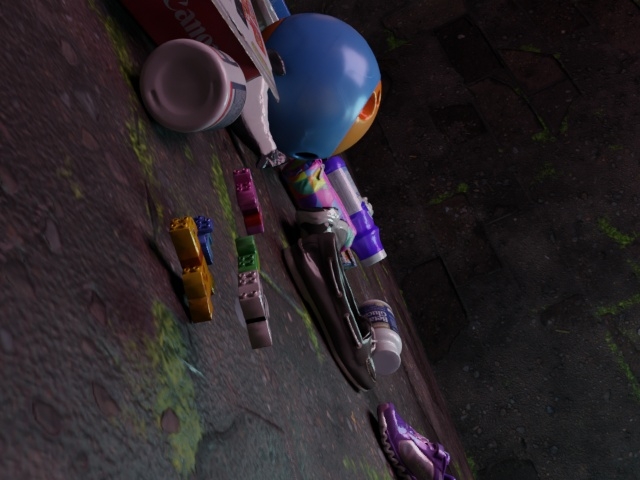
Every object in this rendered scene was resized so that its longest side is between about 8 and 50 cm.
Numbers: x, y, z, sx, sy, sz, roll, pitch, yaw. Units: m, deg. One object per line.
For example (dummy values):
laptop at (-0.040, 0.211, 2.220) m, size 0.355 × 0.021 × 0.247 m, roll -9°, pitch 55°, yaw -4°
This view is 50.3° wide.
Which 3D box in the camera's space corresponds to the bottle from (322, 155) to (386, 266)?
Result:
bottle at (0.074, -0.071, 1.717) m, size 0.283 × 0.092 × 0.118 m, roll 62°, pitch 7°, yaw 0°

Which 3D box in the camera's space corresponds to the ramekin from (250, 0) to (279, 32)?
ramekin at (-0.161, -0.552, 1.814) m, size 0.207 × 0.109 × 0.207 m, roll -24°, pitch 90°, yaw -81°

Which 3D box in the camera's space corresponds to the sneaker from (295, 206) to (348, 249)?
sneaker at (0.000, 0.000, 1.377) m, size 0.271 × 0.100 × 0.108 m, roll 34°, pitch 56°, yaw -80°

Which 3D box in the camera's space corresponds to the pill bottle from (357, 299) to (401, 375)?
pill bottle at (0.125, 0.212, 1.486) m, size 0.094 × 0.094 × 0.169 m, roll 61°, pitch 9°, yaw -29°

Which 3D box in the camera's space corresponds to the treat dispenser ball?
treat dispenser ball at (-0.021, -0.306, 1.372) m, size 0.288 × 0.288 × 0.288 m, roll -24°, pitch 90°, yaw -82°

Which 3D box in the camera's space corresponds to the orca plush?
orca plush at (-0.134, -0.264, 1.218) m, size 0.287 × 0.151 × 0.102 m, roll 61°, pitch -22°, yaw -8°

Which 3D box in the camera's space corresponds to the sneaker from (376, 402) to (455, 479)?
sneaker at (0.185, 0.404, 1.293) m, size 0.237 × 0.104 × 0.095 m, roll 63°, pitch 10°, yaw -8°

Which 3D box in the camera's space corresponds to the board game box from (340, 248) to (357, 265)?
board game box at (0.037, 0.007, 1.717) m, size 0.136 × 0.035 × 0.201 m, roll 66°, pitch 8°, yaw 7°

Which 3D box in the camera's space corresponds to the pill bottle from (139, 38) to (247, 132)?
pill bottle at (-0.152, -0.193, 0.872) m, size 0.180 × 0.107 × 0.108 m, roll -64°, pitch 129°, yaw -79°

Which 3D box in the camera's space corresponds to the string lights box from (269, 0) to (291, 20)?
string lights box at (-0.159, -0.681, 2.096) m, size 0.077 × 0.133 × 0.260 m, roll -94°, pitch 158°, yaw -66°

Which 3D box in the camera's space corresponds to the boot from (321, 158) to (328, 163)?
boot at (-0.011, -0.277, 2.061) m, size 0.106 × 0.082 × 0.219 m, roll 46°, pitch 19°, yaw -59°

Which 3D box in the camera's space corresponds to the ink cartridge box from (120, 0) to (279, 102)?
ink cartridge box at (-0.195, -0.352, 0.975) m, size 0.309 × 0.130 × 0.272 m, roll 50°, pitch 19°, yaw -61°

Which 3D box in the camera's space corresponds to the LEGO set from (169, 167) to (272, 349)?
LEGO set at (-0.104, 0.001, 0.677) m, size 0.227 × 0.087 × 0.093 m, roll -103°, pitch -179°, yaw -54°

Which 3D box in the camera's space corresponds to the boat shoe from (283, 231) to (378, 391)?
boat shoe at (0.047, 0.133, 1.219) m, size 0.335 × 0.095 × 0.112 m, roll 62°, pitch 9°, yaw -24°

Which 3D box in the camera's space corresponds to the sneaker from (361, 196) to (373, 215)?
sneaker at (0.097, -0.079, 2.061) m, size 0.292 × 0.118 × 0.110 m, roll -72°, pitch 139°, yaw -76°

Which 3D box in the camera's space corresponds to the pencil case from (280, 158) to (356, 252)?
pencil case at (-0.001, -0.082, 1.526) m, size 0.104 × 0.104 × 0.236 m, roll -99°, pitch 163°, yaw -61°
